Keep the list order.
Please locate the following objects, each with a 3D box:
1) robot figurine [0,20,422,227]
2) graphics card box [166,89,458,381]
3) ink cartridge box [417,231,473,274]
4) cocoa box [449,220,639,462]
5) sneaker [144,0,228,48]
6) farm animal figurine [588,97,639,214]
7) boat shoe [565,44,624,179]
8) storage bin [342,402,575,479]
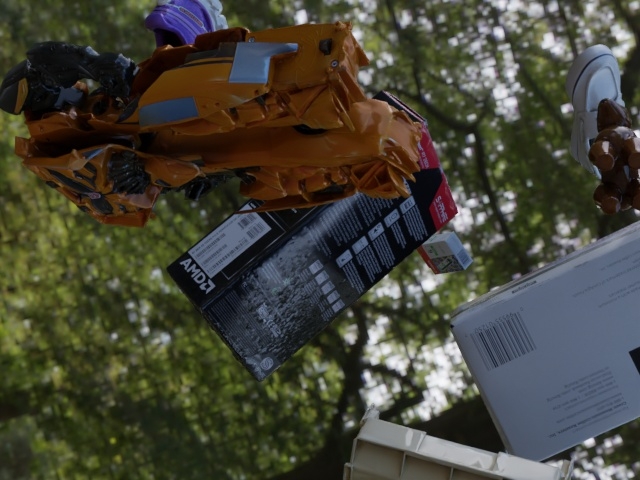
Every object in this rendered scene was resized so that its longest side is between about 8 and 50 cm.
[{"bbox_3d":[-0.088,-0.075,0.806,0.211,0.291,0.085,45,45,-55],"label":"robot figurine"},{"bbox_3d":[0.000,0.000,1.488,0.094,0.371,0.233,44,-9,33],"label":"graphics card box"},{"bbox_3d":[0.195,0.024,1.884,0.115,0.029,0.063,-13,-64,55],"label":"ink cartridge box"},{"bbox_3d":[0.388,0.138,1.628,0.231,0.347,0.228,64,8,1],"label":"cocoa box"},{"bbox_3d":[-0.106,-0.124,0.925,0.068,0.071,0.170,10,-46,35],"label":"sneaker"},{"bbox_3d":[0.451,-0.104,1.169,0.327,0.330,0.172,52,19,-10],"label":"farm animal figurine"},{"bbox_3d":[0.467,-0.205,1.881,0.267,0.096,0.088,82,-18,-48],"label":"boat shoe"},{"bbox_3d":[0.162,0.355,1.412,0.123,0.262,0.260,-49,148,-58],"label":"storage bin"}]
